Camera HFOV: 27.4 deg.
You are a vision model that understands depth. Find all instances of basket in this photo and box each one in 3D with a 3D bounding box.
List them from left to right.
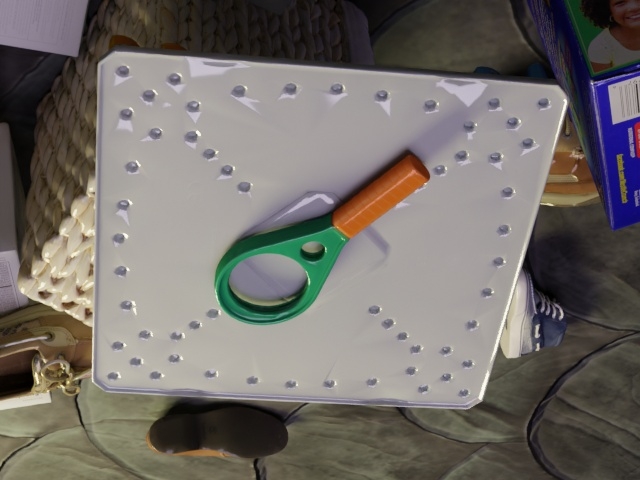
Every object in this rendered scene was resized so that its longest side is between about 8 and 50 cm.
[{"bbox_3d":[-0.127,-0.089,1.365,0.266,0.331,0.328,22,127,-26],"label":"basket"}]

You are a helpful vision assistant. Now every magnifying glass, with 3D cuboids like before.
[{"bbox_3d":[0.000,0.000,1.162,0.231,0.026,0.092,-36,123,25],"label":"magnifying glass"}]

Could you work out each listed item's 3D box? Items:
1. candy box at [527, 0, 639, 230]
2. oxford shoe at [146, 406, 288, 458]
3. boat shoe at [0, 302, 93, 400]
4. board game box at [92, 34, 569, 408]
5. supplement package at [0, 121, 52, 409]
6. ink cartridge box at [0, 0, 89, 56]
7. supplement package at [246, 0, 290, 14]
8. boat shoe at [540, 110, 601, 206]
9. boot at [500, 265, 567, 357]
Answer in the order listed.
[{"bbox_3d":[0.279,-0.216,1.271,0.122,0.317,0.268,-18,149,6],"label":"candy box"},{"bbox_3d":[-0.154,0.287,1.947,0.212,0.076,0.076,4,165,-16],"label":"oxford shoe"},{"bbox_3d":[-0.324,0.133,1.367,0.285,0.089,0.104,-7,137,-12],"label":"boat shoe"},{"bbox_3d":[-0.008,-0.004,1.204,0.390,0.050,0.390,3,129,-7],"label":"board game box"},{"bbox_3d":[-0.418,0.041,1.457,0.198,0.199,0.262,-8,138,-8],"label":"supplement package"},{"bbox_3d":[-0.342,-0.263,1.343,0.209,0.062,0.109,7,134,-15],"label":"ink cartridge box"},{"bbox_3d":[-0.063,-0.320,1.242,0.105,0.179,0.105,20,129,-26],"label":"supplement package"},{"bbox_3d":[0.254,-0.113,1.511,0.324,0.122,0.120,-10,128,26],"label":"boat shoe"},{"bbox_3d":[0.294,0.089,1.807,0.086,0.069,0.190,-13,144,-6],"label":"boot"}]
